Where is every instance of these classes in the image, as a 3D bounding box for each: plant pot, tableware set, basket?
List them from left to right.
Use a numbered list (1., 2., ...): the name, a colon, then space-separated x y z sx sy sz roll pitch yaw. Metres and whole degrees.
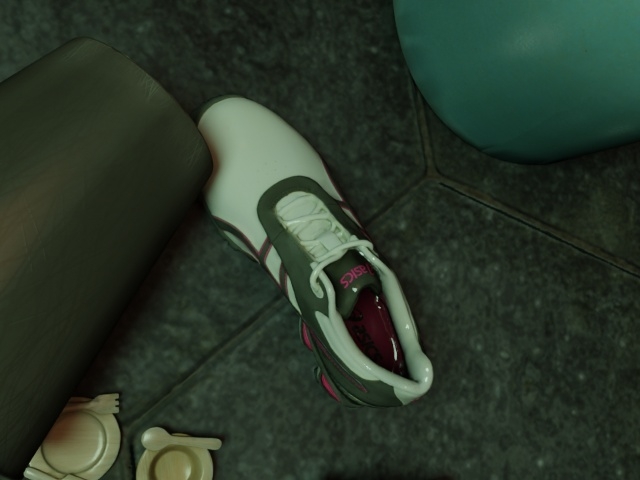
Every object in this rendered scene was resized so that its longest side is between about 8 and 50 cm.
1. basket: -0.189 -0.008 0.426 0.204 0.154 0.227 42 69 -11
2. tableware set: -0.149 0.196 0.477 0.141 0.020 0.169 15 79 -16
3. plant pot: 0.239 -0.211 0.520 0.293 0.235 0.293 -1 93 -21

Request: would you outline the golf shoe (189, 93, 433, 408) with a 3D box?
1. golf shoe: 0.000 0.000 0.501 0.105 0.120 0.273 -34 93 -17
